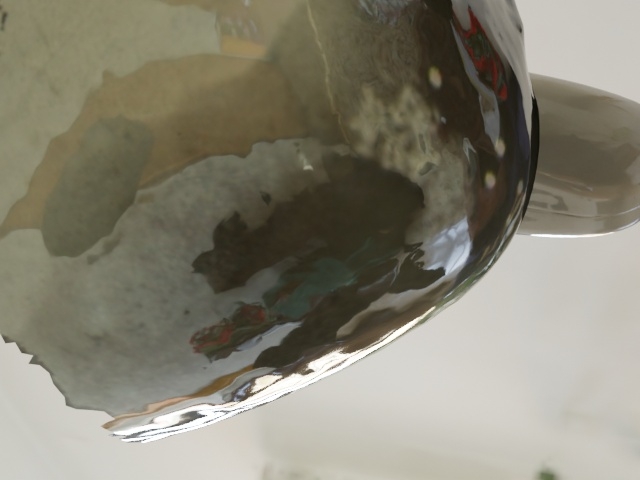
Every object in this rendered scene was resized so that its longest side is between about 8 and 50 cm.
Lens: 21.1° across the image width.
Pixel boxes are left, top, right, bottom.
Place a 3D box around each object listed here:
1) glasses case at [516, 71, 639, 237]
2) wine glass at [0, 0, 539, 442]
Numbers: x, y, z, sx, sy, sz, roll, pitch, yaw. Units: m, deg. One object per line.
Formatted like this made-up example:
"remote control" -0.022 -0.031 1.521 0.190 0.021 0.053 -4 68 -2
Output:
"glasses case" 0.050 -0.043 0.733 0.076 0.197 0.049 -59 -28 -46
"wine glass" 0.005 -0.093 0.598 0.323 0.238 0.238 -38 -23 3
